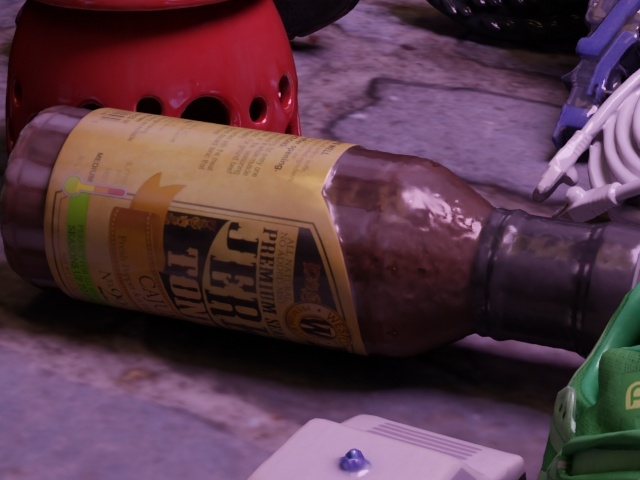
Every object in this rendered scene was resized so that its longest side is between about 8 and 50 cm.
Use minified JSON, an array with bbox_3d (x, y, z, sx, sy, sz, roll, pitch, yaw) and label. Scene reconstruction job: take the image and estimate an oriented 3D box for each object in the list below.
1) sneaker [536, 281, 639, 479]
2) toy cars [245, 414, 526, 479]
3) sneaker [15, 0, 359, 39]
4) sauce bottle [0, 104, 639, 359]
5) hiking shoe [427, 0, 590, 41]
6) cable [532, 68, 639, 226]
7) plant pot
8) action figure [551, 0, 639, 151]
[{"bbox_3d":[0.120,0.105,0.587,0.109,0.123,0.295,3,26,7],"label":"sneaker"},{"bbox_3d":[-0.084,0.126,0.590,0.393,0.087,0.176,-10,27,-19],"label":"toy cars"},{"bbox_3d":[-0.113,-0.180,1.256,0.281,0.106,0.162,-1,28,23],"label":"sneaker"},{"bbox_3d":[0.000,0.000,0.831,0.344,0.111,0.111,8,26,22],"label":"sauce bottle"},{"bbox_3d":[0.224,-0.214,1.327,0.304,0.113,0.132,11,8,18],"label":"hiking shoe"},{"bbox_3d":[0.275,-0.071,0.877,0.257,0.089,0.257,-47,26,-27],"label":"cable"},{"bbox_3d":[-0.107,-0.113,1.009,0.191,0.174,0.191,-1,23,0],"label":"plant pot"},{"bbox_3d":[0.292,-0.169,1.147,0.330,0.178,0.341,24,77,23],"label":"action figure"}]
